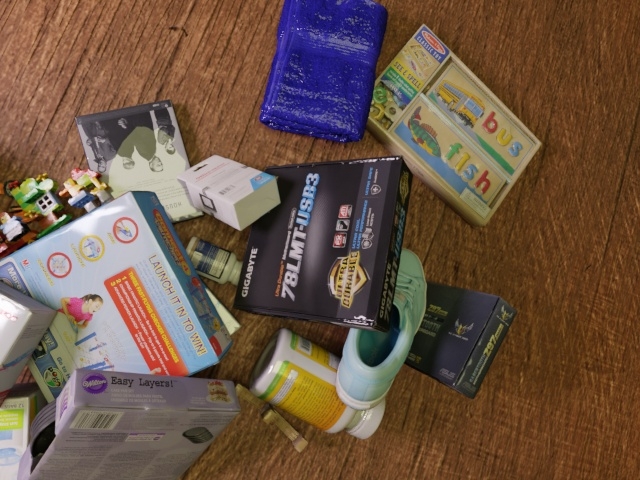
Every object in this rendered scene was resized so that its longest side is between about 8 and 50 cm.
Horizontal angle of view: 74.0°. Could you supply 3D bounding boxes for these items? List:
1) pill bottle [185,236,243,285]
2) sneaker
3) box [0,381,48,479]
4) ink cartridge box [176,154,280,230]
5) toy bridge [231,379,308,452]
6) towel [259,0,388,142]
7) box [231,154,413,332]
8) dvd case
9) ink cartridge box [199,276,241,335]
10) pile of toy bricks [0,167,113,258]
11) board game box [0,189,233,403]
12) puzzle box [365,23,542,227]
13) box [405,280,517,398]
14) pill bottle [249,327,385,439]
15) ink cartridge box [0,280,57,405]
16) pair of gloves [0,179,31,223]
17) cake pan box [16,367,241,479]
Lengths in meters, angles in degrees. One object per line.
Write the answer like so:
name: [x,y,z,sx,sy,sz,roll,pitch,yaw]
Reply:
pill bottle: [-0.205,0.045,0.827,0.120,0.067,0.067,24,81,-12]
sneaker: [0.139,0.130,0.802,0.135,0.150,0.366,20,50,6]
box: [-0.527,0.352,0.704,0.114,0.103,0.203,1,86,-14]
ink cartridge box: [-0.176,-0.096,0.805,0.104,0.180,0.060,-39,137,-31]
toy bridge: [-0.105,0.338,0.835,0.188,0.063,0.026,43,77,-7]
towel: [0.008,-0.369,0.880,0.227,0.076,0.309,11,83,3]
box: [0.000,0.000,0.770,0.293,0.073,0.296,3,72,30]
dvd case: [-0.346,-0.140,0.823,0.179,0.029,0.239,-16,91,-15]
ink cartridge box: [-0.211,0.131,0.808,0.052,0.088,0.122,-43,96,-13]
pile of toy bricks: [-0.490,-0.063,0.735,0.212,0.118,0.105,-37,88,-3]
board game box: [-0.356,0.118,0.721,0.301,0.086,0.308,-26,93,6]
puzzle box: [0.300,-0.261,0.988,0.409,0.052,0.272,40,77,-9]
box: [0.248,0.184,0.850,0.059,0.232,0.183,37,79,-22]
pill bottle: [-0.002,0.286,0.828,0.245,0.136,0.136,31,79,-11]
ink cartridge box: [-0.510,0.155,0.636,0.127,0.072,0.175,28,81,2]
pair of gloves: [-0.549,-0.070,0.774,0.074,0.010,0.083,-10,88,-20]
cake pan box: [-0.302,0.309,0.671,0.266,0.070,0.246,19,118,-38]
